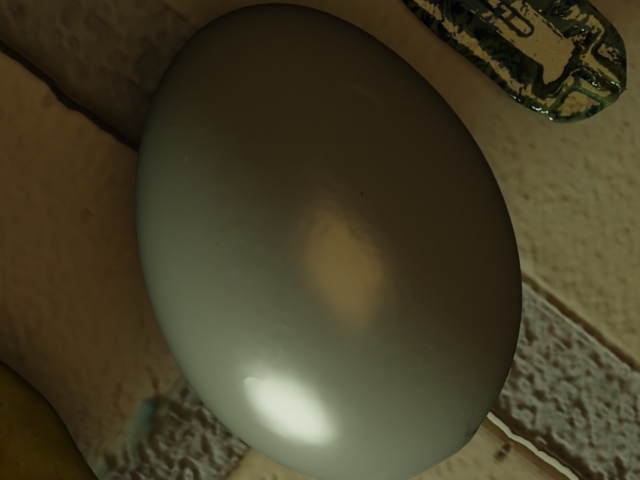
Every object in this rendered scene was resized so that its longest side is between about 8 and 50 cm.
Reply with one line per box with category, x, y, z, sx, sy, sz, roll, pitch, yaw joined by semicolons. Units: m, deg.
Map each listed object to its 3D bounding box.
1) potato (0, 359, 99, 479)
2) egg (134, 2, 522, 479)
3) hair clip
potato;-0.197;0.137;0.844;0.173;0.140;0.300;-43;102;9
egg;0.000;0.000;0.830;0.176;0.176;0.232;-27;100;-4
hair clip;0.067;-0.139;0.880;0.229;0.036;0.066;37;99;-23
